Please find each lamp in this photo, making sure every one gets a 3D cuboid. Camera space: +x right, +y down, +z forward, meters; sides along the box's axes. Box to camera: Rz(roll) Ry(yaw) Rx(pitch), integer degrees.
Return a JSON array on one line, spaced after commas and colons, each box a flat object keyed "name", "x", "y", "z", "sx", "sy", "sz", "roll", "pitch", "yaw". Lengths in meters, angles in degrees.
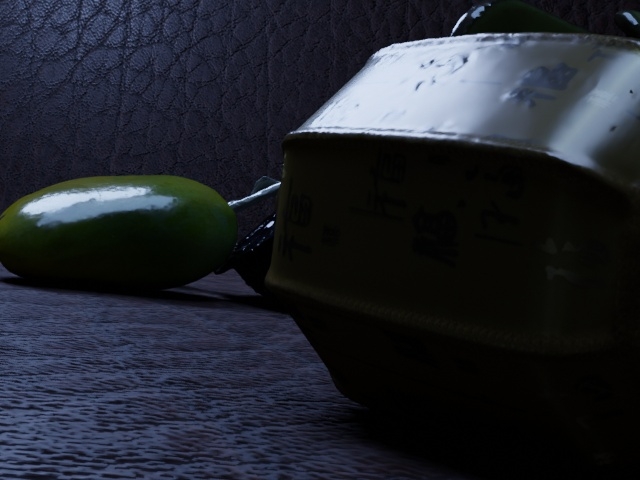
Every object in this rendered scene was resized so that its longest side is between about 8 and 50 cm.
[{"name": "lamp", "x": 0.077, "y": 0.001, "z": 0.443, "sx": 0.161, "sy": 0.161, "sz": 0.185, "roll": 7, "pitch": 1, "yaw": -37}]

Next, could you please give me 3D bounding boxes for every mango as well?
[{"name": "mango", "x": -0.155, "y": -0.011, "z": 0.897, "sx": 0.191, "sy": 0.086, "sz": 0.122, "roll": 3, "pitch": 22, "yaw": -26}]

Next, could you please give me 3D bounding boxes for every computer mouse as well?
[{"name": "computer mouse", "x": 0.000, "y": 0.000, "z": 0.953, "sx": 0.077, "sy": 0.146, "sz": 0.241, "roll": 50, "pitch": -20, "yaw": -6}]

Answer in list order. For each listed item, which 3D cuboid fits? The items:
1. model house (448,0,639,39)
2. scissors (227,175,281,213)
[{"name": "model house", "x": 0.205, "y": 0.005, "z": 0.590, "sx": 0.278, "sy": 0.205, "sz": 0.218, "roll": 19, "pitch": 9, "yaw": 41}, {"name": "scissors", "x": -0.102, "y": -0.018, "z": 1.011, "sx": 0.212, "sy": 0.021, "sz": 0.110, "roll": -25, "pitch": -3, "yaw": 5}]
